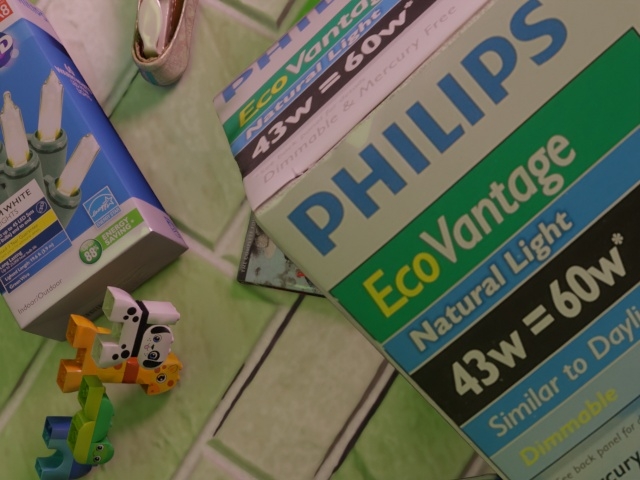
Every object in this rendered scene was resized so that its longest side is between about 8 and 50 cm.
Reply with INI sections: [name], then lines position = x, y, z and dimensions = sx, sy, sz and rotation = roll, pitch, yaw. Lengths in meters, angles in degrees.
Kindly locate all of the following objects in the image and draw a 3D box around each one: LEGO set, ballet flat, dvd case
[LEGO set]
position = -0.149, 0.128, 1.122
dimensions = 0.087, 0.093, 0.227
rotation = 47, 126, 53
[ballet flat]
position = -0.123, -0.210, 1.204
dimensions = 0.057, 0.052, 0.168
rotation = -1, 78, 17
[dvd case]
position = 0.000, 0.000, 1.143
dimensions = 0.119, 0.013, 0.087
rotation = 10, 82, 19

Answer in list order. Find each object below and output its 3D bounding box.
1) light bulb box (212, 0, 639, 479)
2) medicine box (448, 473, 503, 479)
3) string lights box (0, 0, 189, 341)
[light bulb box]
position = 0.192, -0.042, 0.826
dimensions = 0.358, 0.225, 0.361
rotation = -42, 111, 7
[medicine box]
position = 0.018, 0.243, 0.938
dimensions = 0.263, 0.289, 0.149
rotation = -11, 75, 15
[string lights box]
position = -0.232, -0.064, 1.193
dimensions = 0.133, 0.077, 0.260
rotation = -37, 70, 8
